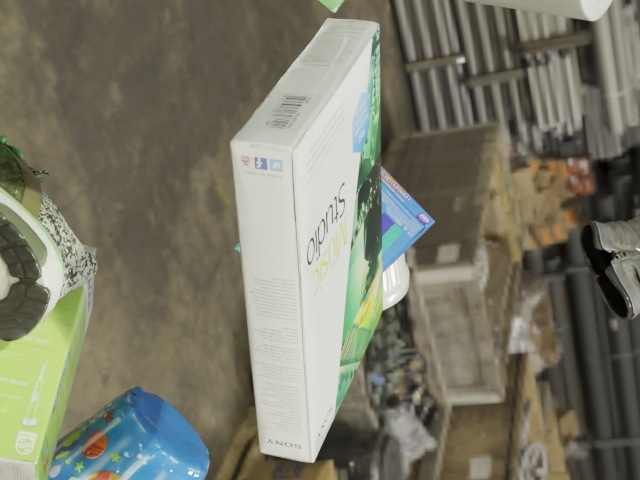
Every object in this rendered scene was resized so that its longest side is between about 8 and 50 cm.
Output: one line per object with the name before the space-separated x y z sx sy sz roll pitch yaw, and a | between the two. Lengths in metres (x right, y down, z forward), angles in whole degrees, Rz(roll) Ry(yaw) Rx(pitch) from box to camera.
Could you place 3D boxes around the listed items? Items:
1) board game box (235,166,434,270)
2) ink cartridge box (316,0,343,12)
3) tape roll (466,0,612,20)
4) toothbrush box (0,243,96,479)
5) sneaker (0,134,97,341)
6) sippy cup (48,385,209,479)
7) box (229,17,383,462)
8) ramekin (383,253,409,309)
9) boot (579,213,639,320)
board game box | 0.016 -0.007 1.380 0.160 0.210 0.047 47 21 6
ink cartridge box | 0.006 -0.284 0.702 0.154 0.212 0.093 28 15 -43
tape roll | 0.211 -0.348 1.056 0.246 0.169 0.246 -42 139 -50
toothbrush box | -0.371 0.159 1.355 0.206 0.122 0.283 115 -13 -62
sneaker | -0.401 -0.076 1.239 0.410 0.158 0.182 56 22 7
sippy cup | -0.286 0.338 1.535 0.240 0.224 0.305 38 10 -48
box | 0.000 0.000 0.950 0.232 0.058 0.322 -60 155 -50
ramekin | 0.026 0.019 1.578 0.207 0.207 0.109 -62 152 -61
boot | 0.575 0.096 1.762 0.338 0.222 0.118 60 -27 29
